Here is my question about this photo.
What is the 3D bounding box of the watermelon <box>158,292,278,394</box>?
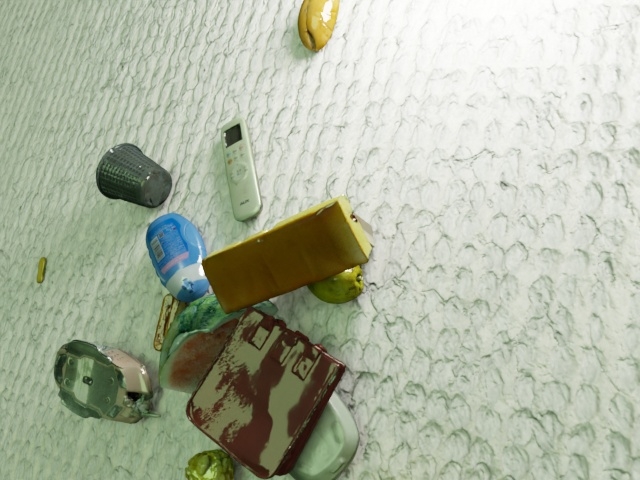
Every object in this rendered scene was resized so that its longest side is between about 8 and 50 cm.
[{"bbox_3d":[-0.253,0.218,1.401,0.180,0.224,0.305,43,101,-10],"label":"watermelon"}]

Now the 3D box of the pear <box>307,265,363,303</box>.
[{"bbox_3d":[0.033,0.083,1.273,0.132,0.107,0.107,0,74,23],"label":"pear"}]

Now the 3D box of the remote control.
[{"bbox_3d":[-0.207,-0.190,1.554,0.090,0.038,0.309,-24,63,25],"label":"remote control"}]

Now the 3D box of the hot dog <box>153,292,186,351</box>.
[{"bbox_3d":[-0.391,0.212,1.540,0.071,0.045,0.164,3,76,35],"label":"hot dog"}]

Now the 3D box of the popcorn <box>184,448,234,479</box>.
[{"bbox_3d":[-0.243,0.518,1.305,0.121,0.116,0.106,-15,85,29],"label":"popcorn"}]

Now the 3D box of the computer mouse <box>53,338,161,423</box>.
[{"bbox_3d":[-0.547,0.370,1.555,0.389,0.115,0.199,16,101,24],"label":"computer mouse"}]

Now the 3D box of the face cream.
[{"bbox_3d":[-0.368,0.048,1.552,0.149,0.083,0.263,-33,58,3],"label":"face cream"}]

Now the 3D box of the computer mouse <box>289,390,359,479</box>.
[{"bbox_3d":[-0.056,0.357,1.248,0.197,0.095,0.331,-48,61,7],"label":"computer mouse"}]

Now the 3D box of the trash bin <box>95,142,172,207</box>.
[{"bbox_3d":[-0.516,-0.173,1.687,0.161,0.175,0.175,24,89,23],"label":"trash bin"}]

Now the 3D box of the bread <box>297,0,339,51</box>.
[{"bbox_3d":[-0.010,-0.586,1.533,0.114,0.077,0.189,1,73,29],"label":"bread"}]

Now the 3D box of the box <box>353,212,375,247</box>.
[{"bbox_3d":[0.000,0.000,1.296,0.201,0.141,0.058,-20,60,26],"label":"box"}]

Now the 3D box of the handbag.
[{"bbox_3d":[-0.112,0.302,1.195,0.260,0.084,0.275,26,84,29],"label":"handbag"}]

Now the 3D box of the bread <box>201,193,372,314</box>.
[{"bbox_3d":[-0.079,0.034,1.217,0.362,0.077,0.138,-22,105,26],"label":"bread"}]

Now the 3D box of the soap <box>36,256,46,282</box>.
[{"bbox_3d":[-0.917,0.097,1.940,0.034,0.012,0.089,-10,70,30],"label":"soap"}]
